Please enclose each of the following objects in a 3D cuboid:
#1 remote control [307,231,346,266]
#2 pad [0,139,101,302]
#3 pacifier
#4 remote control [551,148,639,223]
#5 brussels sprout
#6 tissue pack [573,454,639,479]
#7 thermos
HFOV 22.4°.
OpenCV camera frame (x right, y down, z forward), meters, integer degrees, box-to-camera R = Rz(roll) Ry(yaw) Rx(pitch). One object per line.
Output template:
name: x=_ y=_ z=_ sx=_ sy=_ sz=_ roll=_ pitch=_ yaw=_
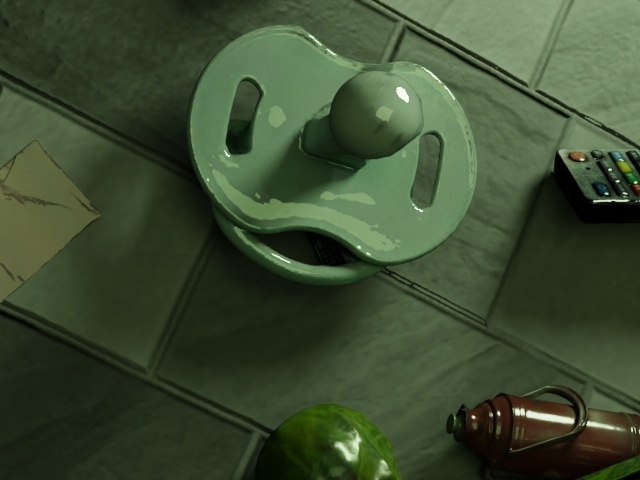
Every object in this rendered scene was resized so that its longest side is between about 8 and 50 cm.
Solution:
remote control: x=0.000 y=0.000 z=1.859 sx=0.034 sy=0.016 sz=0.091 roll=-23 pitch=88 yaw=-32
pad: x=-0.343 y=-0.011 z=1.755 sx=0.188 sy=0.006 sz=0.113 roll=-43 pitch=95 yaw=-19
pacifier: x=0.028 y=-0.100 z=1.753 sx=0.343 sy=0.269 sz=0.288 roll=12 pitch=77 yaw=-13
remote control: x=0.480 y=-0.065 z=1.971 sx=0.399 sy=0.144 sz=0.062 roll=-1 pitch=124 yaw=-13
brussels sprout: x=0.012 y=0.272 z=1.760 sx=0.180 sy=0.144 sz=0.161 roll=52 pitch=35 yaw=8
tissue pack: x=0.380 y=0.374 z=1.745 sx=0.288 sy=0.394 sz=0.124 roll=62 pitch=29 yaw=-3
thermos: x=0.254 y=0.234 z=1.870 sx=0.232 sy=0.099 sz=0.124 roll=10 pitch=116 yaw=-15
